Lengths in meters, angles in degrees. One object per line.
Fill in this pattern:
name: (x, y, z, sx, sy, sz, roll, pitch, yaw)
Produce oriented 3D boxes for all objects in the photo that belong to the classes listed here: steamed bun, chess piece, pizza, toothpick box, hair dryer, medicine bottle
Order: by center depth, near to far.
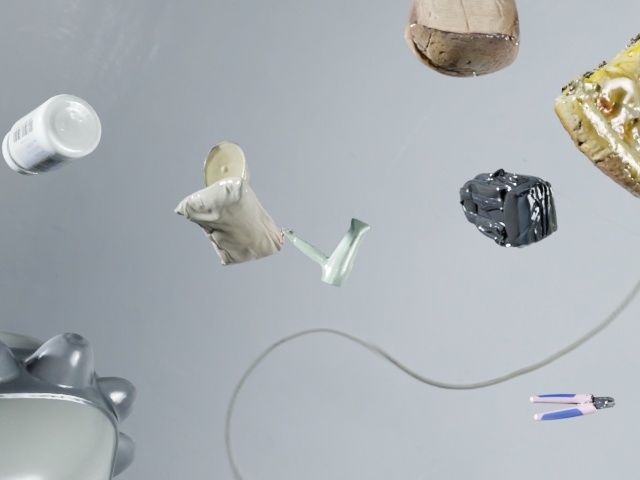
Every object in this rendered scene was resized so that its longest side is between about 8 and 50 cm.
toothpick box: (-0.259, 0.206, 0.558, 0.229, 0.229, 0.317, 30, 115, 29)
medicine bottle: (-0.449, -0.168, 1.214, 0.186, 0.102, 0.103, -12, 77, 46)
pizza: (0.692, -0.219, 1.515, 0.392, 0.434, 0.080, 62, 156, -11)
steamed bun: (0.369, -0.541, 1.948, 0.301, 0.199, 0.252, 6, 56, 1)
chess piece: (-0.254, -0.192, 2.117, 0.124, 0.307, 0.139, -16, 89, 1)
hair dryer: (0.000, 0.000, 2.121, 0.237, 0.075, 0.207, 25, 87, 1)

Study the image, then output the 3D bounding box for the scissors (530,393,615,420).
scissors: (0.354, 0.230, 1.027, 0.113, 0.012, 0.039, -7, 47, 5)

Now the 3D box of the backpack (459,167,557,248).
backpack: (0.458, -0.083, 1.857, 0.258, 0.133, 0.206, 22, 129, 57)

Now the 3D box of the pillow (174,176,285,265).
pillow: (-0.184, -0.033, 1.541, 0.173, 0.270, 0.067, -13, 56, 15)
